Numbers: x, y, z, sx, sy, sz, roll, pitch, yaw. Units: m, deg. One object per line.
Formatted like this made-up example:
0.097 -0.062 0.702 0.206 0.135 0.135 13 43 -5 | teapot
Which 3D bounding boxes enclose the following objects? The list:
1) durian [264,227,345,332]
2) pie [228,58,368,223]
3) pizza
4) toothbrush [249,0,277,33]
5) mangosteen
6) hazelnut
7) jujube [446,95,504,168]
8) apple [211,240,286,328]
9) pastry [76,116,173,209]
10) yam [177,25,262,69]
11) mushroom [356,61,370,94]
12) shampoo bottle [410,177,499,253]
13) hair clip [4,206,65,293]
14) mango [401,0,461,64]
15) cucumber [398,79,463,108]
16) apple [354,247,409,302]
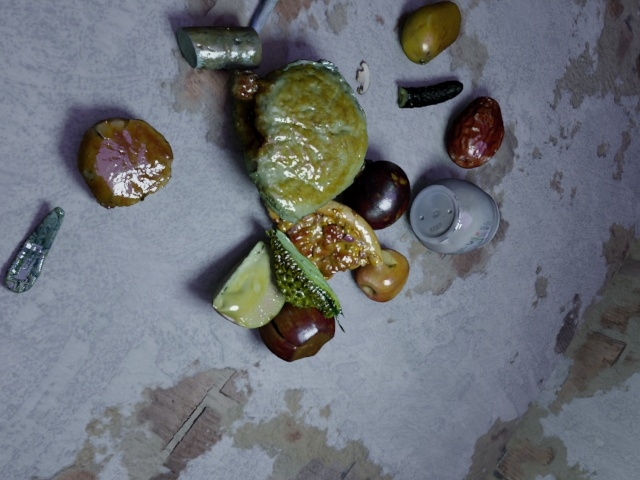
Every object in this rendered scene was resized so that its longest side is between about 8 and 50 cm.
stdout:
-0.053 0.123 1.345 0.106 0.132 0.375 -33 101 21 | durian
-0.047 -0.279 1.280 0.395 0.180 0.418 -23 100 -29 | pie
0.000 0.000 1.412 0.408 0.114 0.278 33 111 -11 | pizza
-0.097 -0.721 1.252 0.035 0.042 0.413 29 88 -35 | toothbrush
0.146 -0.168 1.466 0.289 0.231 0.231 35 82 -13 | mangosteen
-0.075 0.265 1.449 0.233 0.218 0.218 -24 115 -22 | hazelnut
0.568 -0.397 1.691 0.197 0.197 0.290 44 63 -34 | jujube
-0.199 0.147 1.349 0.193 0.120 0.265 48 53 -21 | apple
-0.471 -0.182 1.115 0.218 0.100 0.229 26 83 -39 | pastry
-0.256 -0.488 1.169 0.194 0.107 0.107 -13 110 -30 | yam
0.136 -0.516 1.471 0.049 0.019 0.101 1 100 -34 | mushroom
0.483 -0.084 1.662 0.266 0.273 0.273 4 101 -40 | shampoo bottle
-0.665 0.019 1.082 0.066 0.036 0.229 29 92 -31 | hair clip
0.368 -0.688 1.512 0.262 0.130 0.167 -40 116 -25 | mango
0.390 -0.510 1.607 0.303 0.072 0.081 -16 111 -30 | cucumber
0.222 0.116 1.614 0.199 0.199 0.199 -9 108 -31 | apple
